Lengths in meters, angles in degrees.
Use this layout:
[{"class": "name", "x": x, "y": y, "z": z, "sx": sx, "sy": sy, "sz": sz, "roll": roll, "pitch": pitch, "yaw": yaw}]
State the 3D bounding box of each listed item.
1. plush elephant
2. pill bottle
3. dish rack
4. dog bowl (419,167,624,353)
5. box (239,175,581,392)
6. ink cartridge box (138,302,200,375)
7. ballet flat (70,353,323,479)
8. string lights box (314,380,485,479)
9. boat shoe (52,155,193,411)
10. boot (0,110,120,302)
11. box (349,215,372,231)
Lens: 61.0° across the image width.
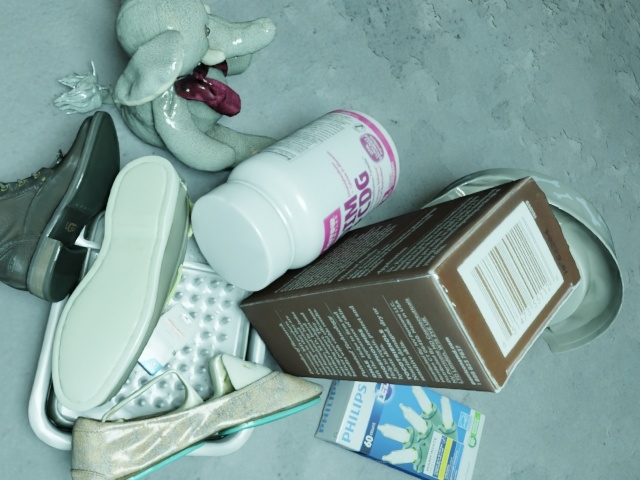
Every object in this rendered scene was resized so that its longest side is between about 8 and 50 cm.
[{"class": "plush elephant", "x": -0.179, "y": -0.246, "z": 0.737, "sx": 0.330, "sy": 0.255, "sz": 0.272, "roll": -2, "pitch": 74, "yaw": -27}, {"class": "pill bottle", "x": -0.027, "y": -0.061, "z": 0.746, "sx": 0.283, "sy": 0.160, "sz": 0.160, "roll": -39, "pitch": 97, "yaw": -39}, {"class": "dish rack", "x": -0.215, "y": 0.111, "z": 0.742, "sx": 0.285, "sy": 0.072, "sz": 0.333, "roll": 14, "pitch": 71, "yaw": -26}, {"class": "dog bowl", "x": 0.308, "y": 0.034, "z": 0.901, "sx": 0.349, "sy": 0.349, "sz": 0.102, "roll": 47, "pitch": 48, "yaw": -11}, {"class": "box", "x": 0.081, "y": 0.065, "z": 0.661, "sx": 0.191, "sy": 0.381, "sz": 0.143, "roll": -37, "pitch": 103, "yaw": -33}, {"class": "ink cartridge box", "x": -0.200, "y": 0.125, "z": 0.691, "sx": 0.048, "sy": 0.028, "sz": 0.083, "roll": 50, "pitch": 61, "yaw": -10}, {"class": "ballet flat", "x": -0.141, "y": 0.200, "z": 0.666, "sx": 0.316, "sy": 0.107, "sz": 0.106, "roll": -13, "pitch": 78, "yaw": -31}, {"class": "string lights box", "x": 0.133, "y": 0.300, "z": 0.880, "sx": 0.260, "sy": 0.077, "sz": 0.133, "roll": 28, "pitch": 67, "yaw": -20}, {"class": "boat shoe", "x": -0.223, "y": 0.051, "z": 0.651, "sx": 0.109, "sy": 0.091, "sz": 0.305, "roll": 7, "pitch": 70, "yaw": 14}, {"class": "boot", "x": -0.383, "y": -0.059, "z": 0.645, "sx": 0.229, "sy": 0.091, "sz": 0.263, "roll": 14, "pitch": 74, "yaw": 3}, {"class": "box", "x": 0.000, "y": 0.000, "z": 0.894, "sx": 0.183, "sy": 0.056, "sz": 0.231, "roll": -31, "pitch": 94, "yaw": -30}]
